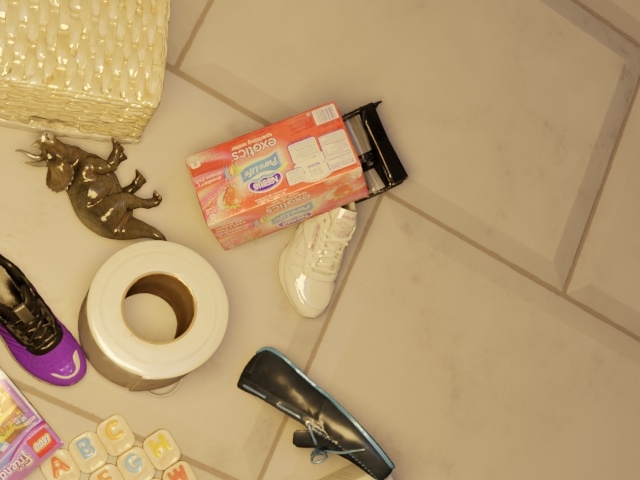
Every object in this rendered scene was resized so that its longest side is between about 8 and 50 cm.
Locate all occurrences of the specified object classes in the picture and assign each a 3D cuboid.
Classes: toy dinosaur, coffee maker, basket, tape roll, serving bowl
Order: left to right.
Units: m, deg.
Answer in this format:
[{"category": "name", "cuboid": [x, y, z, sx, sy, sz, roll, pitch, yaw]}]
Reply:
[{"category": "basket", "cuboid": [-0.437, -0.372, 1.682, 0.329, 0.266, 0.331, 8, 79, -21]}, {"category": "toy dinosaur", "cuboid": [-0.397, -0.083, 1.761, 0.160, 0.121, 0.313, -38, 104, -10]}, {"category": "tape roll", "cuboid": [-0.301, 0.137, 1.708, 0.246, 0.169, 0.246, 6, 72, -18]}, {"category": "serving bowl", "cuboid": [-0.301, 0.249, 1.790, 0.083, 0.027, 0.083, 3, 83, -23]}, {"category": "coffee maker", "cuboid": [0.103, -0.184, 1.963, 0.171, 0.120, 0.178, -28, 95, -24]}]

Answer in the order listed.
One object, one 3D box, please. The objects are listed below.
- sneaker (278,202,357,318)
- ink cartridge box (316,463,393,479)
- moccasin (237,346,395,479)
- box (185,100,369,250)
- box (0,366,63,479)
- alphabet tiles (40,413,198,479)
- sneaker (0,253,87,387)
[{"category": "sneaker", "cuboid": [0.000, 0.000, 1.879, 0.114, 0.152, 0.305, 11, 80, -27]}, {"category": "ink cartridge box", "cuboid": [0.011, 0.585, 1.824, 0.308, 0.129, 0.223, -20, 92, -24]}, {"category": "moccasin", "cuboid": [-0.013, 0.349, 1.825, 0.342, 0.137, 0.117, 39, 78, 18]}, {"category": "box", "cuboid": [-0.077, -0.116, 1.786, 0.300, 0.142, 0.154, -22, 67, 1]}, {"category": "box", "cuboid": [-0.617, 0.367, 1.626, 0.293, 0.057, 0.201, -40, 99, -22]}, {"category": "alphabet tiles", "cuboid": [-0.367, 0.472, 1.739, 0.284, 0.021, 0.278, -31, 96, -22]}, {"category": "sneaker", "cuboid": [-0.511, 0.138, 1.651, 0.102, 0.146, 0.293, -42, 100, -21]}]
